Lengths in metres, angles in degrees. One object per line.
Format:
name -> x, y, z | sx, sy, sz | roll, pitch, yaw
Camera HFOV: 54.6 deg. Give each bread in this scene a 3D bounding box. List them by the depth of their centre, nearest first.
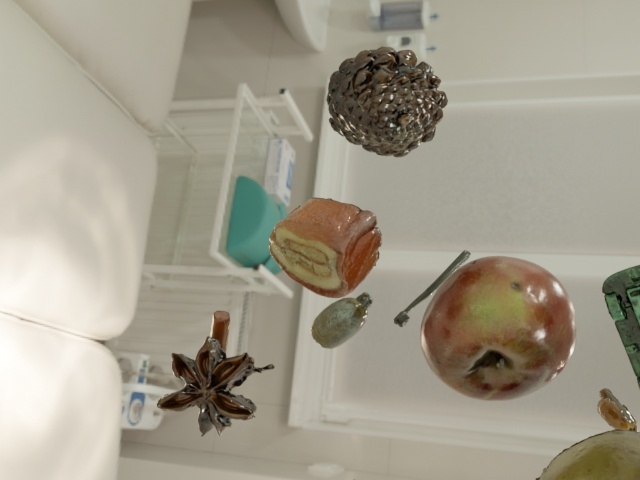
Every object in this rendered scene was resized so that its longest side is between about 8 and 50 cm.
bread -> 0.001, 0.010, 1.310 | 0.123, 0.244, 0.190 | -38, 133, -38

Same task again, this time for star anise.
star anise -> -0.219, 0.308, 1.280 | 0.190, 0.220, 0.126 | -65, 161, -14

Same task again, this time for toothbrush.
toothbrush -> 0.312, 0.130, 1.705 | 0.297, 0.030, 0.030 | -43, 137, -13

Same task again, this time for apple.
apple -> 0.406, 0.199, 1.432 | 0.277, 0.348, 0.349 | -77, 160, -51

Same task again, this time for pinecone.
pinecone -> 0.159, -0.350, 1.548 | 0.242, 0.296, 0.298 | -54, 129, -12

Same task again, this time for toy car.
toy car -> 0.650, 0.179, 1.180 | 0.306, 0.136, 0.125 | 66, 28, -5

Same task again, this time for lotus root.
lotus root -> 0.061, 0.208, 1.630 | 0.113, 0.192, 0.088 | 43, 12, -41

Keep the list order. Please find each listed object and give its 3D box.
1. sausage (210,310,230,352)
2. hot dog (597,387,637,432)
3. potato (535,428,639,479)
sausage -> -0.223, 0.216, 1.365 | 0.041, 0.039, 0.131 | -121, -144, -57
hot dog -> 0.736, 0.428, 1.538 | 0.060, 0.089, 0.140 | -53, -169, 12
potato -> 0.544, 0.588, 1.081 | 0.442, 0.385, 0.319 | -51, 164, 13
